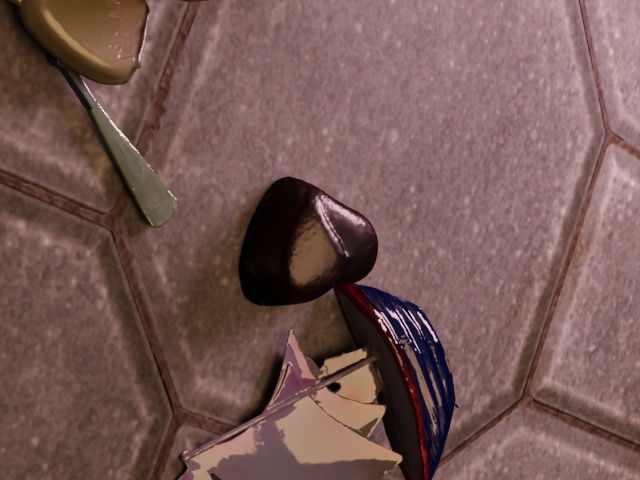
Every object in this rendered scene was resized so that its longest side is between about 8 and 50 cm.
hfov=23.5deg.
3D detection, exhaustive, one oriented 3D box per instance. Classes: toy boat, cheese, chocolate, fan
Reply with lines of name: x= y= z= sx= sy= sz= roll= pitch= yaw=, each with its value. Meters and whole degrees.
toy boat: x=0.018 y=0.193 z=1.523 sx=0.219 sy=0.072 sz=0.318 roll=46 pitch=64 yaw=-13
cheese: x=-0.231 y=-0.202 z=1.275 sx=0.192 sy=0.037 sz=0.097 roll=25 pitch=63 yaw=-34
chocolate: x=0.000 y=0.000 z=1.488 sx=0.149 sy=0.080 sz=0.125 roll=-16 pitch=108 yaw=-37
fan: x=-0.183 y=-0.091 z=1.356 sx=0.038 sy=0.016 sz=0.193 roll=-49 pitch=126 yaw=-28
